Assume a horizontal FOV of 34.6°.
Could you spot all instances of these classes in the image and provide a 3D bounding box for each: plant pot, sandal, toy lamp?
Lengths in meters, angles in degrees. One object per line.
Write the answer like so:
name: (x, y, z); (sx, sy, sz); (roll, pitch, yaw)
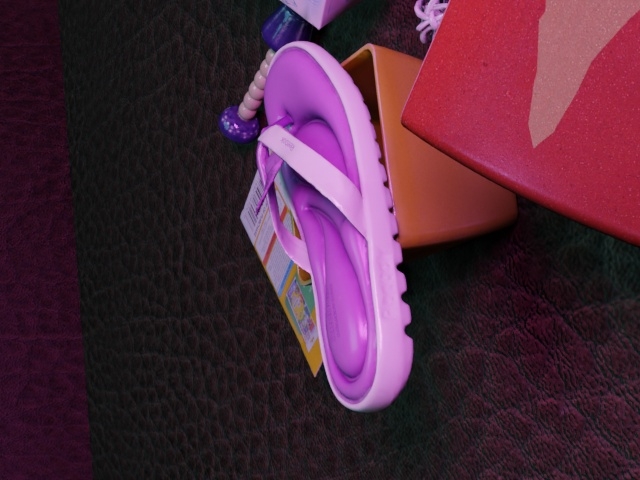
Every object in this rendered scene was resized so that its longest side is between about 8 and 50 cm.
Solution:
plant pot: (0.268, -0.137, 0.771); (0.236, 0.267, 0.267); (49, 133, 33)
sandal: (-0.008, -0.034, 1.016); (0.169, 0.102, 0.416); (-53, 46, 48)
plant pot: (0.093, -0.073, 1.133); (0.212, 0.187, 0.212); (-25, 69, 58)
toy lamp: (-0.081, -0.259, 1.565); (0.274, 0.080, 0.080); (-51, 47, 48)

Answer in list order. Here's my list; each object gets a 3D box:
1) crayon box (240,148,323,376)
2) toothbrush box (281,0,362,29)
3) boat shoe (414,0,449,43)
crayon box: (0.000, 0.000, 1.413); (0.323, 0.083, 0.203); (63, 141, 41)
toothbrush box: (-0.052, -0.424, 1.191); (0.295, 0.126, 0.216); (39, 147, 16)
boat shoe: (0.147, -0.214, 0.994); (0.113, 0.105, 0.306); (-18, 101, 58)
